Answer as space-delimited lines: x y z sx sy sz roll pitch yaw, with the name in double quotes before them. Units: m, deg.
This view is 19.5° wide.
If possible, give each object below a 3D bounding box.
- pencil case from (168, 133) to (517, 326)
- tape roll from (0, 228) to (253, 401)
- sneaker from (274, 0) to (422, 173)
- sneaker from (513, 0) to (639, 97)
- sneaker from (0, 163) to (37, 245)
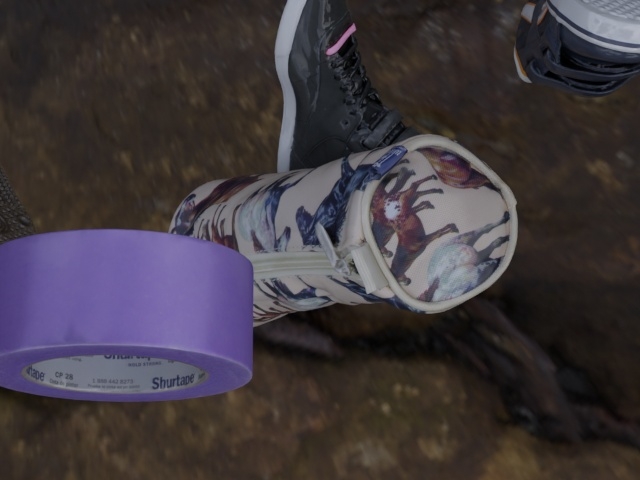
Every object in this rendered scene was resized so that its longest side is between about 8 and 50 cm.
"pencil case" 0.000 0.000 1.810 0.183 0.410 0.160 -13 92 -33
"tape roll" -0.140 0.055 1.287 0.189 0.189 0.080 3 73 -11
"sneaker" 0.038 -0.149 1.878 0.147 0.104 0.295 23 136 22
"sneaker" 0.257 -0.190 1.745 0.126 0.321 0.127 11 108 -3
"sneaker" -0.283 -0.010 1.524 0.066 0.188 0.071 23 116 -35
